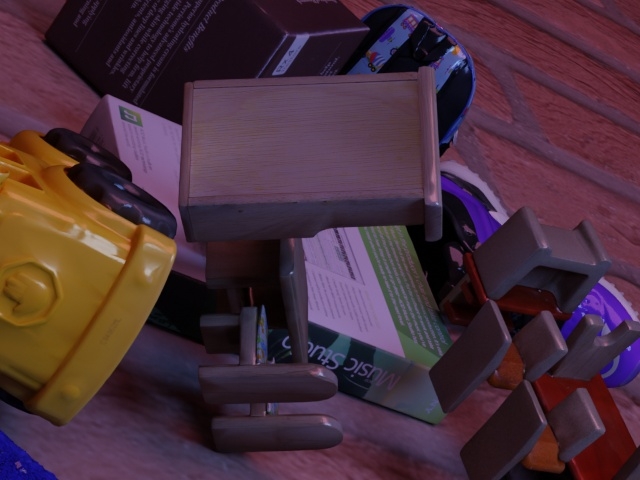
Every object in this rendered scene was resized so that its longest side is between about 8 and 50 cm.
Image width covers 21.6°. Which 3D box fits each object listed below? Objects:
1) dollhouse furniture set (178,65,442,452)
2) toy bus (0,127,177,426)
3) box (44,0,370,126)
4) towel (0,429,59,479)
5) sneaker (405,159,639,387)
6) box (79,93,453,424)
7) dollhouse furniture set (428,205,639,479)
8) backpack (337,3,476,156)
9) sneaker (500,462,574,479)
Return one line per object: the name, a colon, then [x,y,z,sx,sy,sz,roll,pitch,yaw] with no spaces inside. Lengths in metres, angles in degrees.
dollhouse furniture set: [0.000,0.000,1.144,0.161,0.242,0.212,-2,58,3]
toy bus: [-0.222,-0.012,1.038,0.211,0.149,0.220,28,8,-30]
box: [-0.104,-0.191,1.534,0.203,0.168,0.167,44,25,14]
towel: [-0.286,0.098,0.906,0.308,0.076,0.227,39,24,5]
sneaker: [0.166,0.047,1.573,0.293,0.102,0.146,40,29,19]
box: [-0.040,0.016,1.395,0.322,0.058,0.232,21,29,-28]
dollhouse furniture set: [0.199,0.113,1.345,0.262,0.135,0.259,11,42,-33]
backpack: [0.083,-0.155,1.710,0.158,0.173,0.117,40,25,9]
sneaker: [0.239,0.241,1.350,0.234,0.078,0.106,26,30,-15]
